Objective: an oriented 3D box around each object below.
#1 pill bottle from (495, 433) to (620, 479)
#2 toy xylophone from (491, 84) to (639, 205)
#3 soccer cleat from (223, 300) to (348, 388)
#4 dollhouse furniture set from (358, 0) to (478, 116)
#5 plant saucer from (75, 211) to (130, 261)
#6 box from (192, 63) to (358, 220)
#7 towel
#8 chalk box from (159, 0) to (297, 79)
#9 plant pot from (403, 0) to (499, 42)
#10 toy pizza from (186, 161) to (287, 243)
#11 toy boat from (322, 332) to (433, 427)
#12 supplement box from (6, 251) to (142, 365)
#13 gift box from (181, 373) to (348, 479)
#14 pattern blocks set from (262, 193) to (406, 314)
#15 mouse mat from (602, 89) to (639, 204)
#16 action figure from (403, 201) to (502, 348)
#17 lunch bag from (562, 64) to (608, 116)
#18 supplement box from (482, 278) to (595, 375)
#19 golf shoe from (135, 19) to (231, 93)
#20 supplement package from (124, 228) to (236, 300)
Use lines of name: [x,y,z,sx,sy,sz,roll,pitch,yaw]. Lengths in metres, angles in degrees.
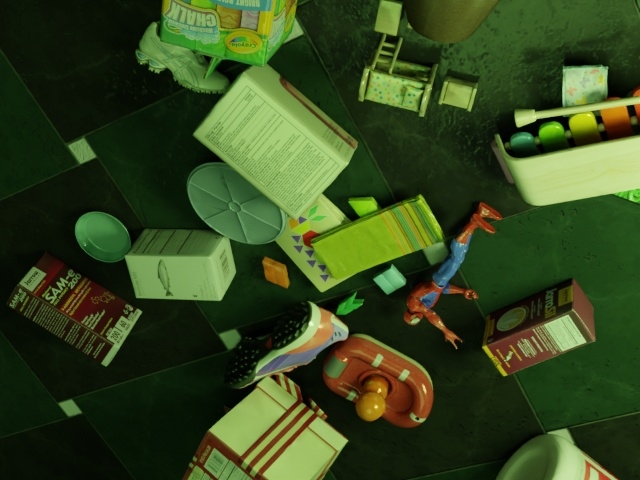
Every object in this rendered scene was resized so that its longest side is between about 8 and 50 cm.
pill bottle: [0.557,0.589,1.861,0.408,0.229,0.229,37,124,-9]
toy xylophone: [0.429,-0.156,1.466,0.323,0.081,0.236,-5,141,19]
soccer cleat: [-0.079,0.231,1.888,0.116,0.108,0.318,26,134,-30]
dollhouse furniture set: [0.168,-0.289,1.483,0.182,0.101,0.160,14,124,6]
plant saucer: [-0.435,-0.011,1.875,0.119,0.021,0.119,7,123,10]
box: [-0.073,-0.174,1.591,0.232,0.127,0.148,41,114,-7]
towel: [0.103,-0.001,1.702,0.237,0.021,0.102,-22,113,26]
chalk box: [-0.136,-0.391,1.456,0.179,0.180,0.288,15,126,6]
plant pot: [0.201,-0.413,1.353,0.216,0.215,0.230,16,139,5]
toy pizza: [-0.150,-0.072,1.703,0.201,0.032,0.201,16,141,14]
toy boat: [0.110,0.300,1.846,0.231,0.151,0.151,28,125,-3]
supplement box: [-0.507,0.140,1.926,0.239,0.130,0.073,33,124,-8]
gift box: [-0.125,0.443,1.947,0.276,0.258,0.255,42,127,11]
pattern blocks set: [0.000,0.000,1.759,0.286,0.026,0.324,-22,113,27]
mouse mat: [0.539,-0.145,1.533,0.153,0.007,0.189,20,126,2]
action figure: [0.257,0.079,1.697,0.139,0.091,0.280,39,124,4]
lunch bag: [0.420,-0.242,1.475,0.071,0.053,0.083,-1,133,16]
supplement box: [0.400,0.160,1.706,0.188,0.104,0.080,-28,111,28]
golf shoe: [-0.229,-0.315,1.600,0.176,0.069,0.086,25,119,-2]
supplement package: [-0.271,0.046,1.816,0.179,0.105,0.105,0,122,16]
